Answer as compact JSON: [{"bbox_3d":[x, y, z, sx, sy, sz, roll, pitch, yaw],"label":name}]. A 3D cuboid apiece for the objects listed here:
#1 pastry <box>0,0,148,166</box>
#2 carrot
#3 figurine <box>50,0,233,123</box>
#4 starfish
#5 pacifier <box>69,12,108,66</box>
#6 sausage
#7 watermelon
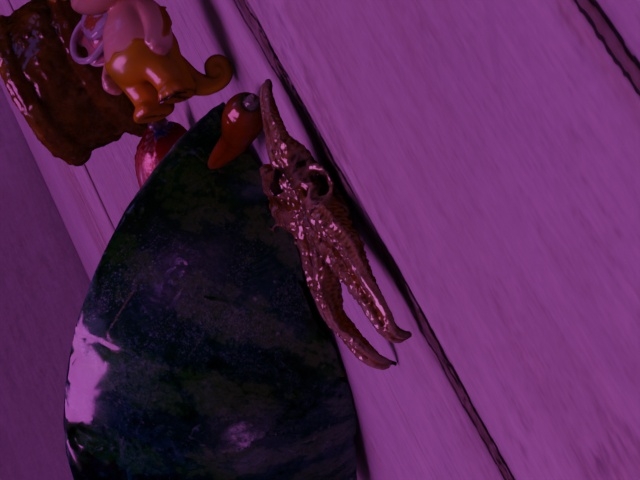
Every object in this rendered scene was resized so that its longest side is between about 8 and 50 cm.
[{"bbox_3d":[-0.265,-0.174,2.044,0.189,0.103,0.189,60,-172,-15],"label":"pastry"},{"bbox_3d":[-0.067,-0.085,1.531,0.035,0.035,0.142,66,161,12],"label":"carrot"},{"bbox_3d":[-0.167,-0.217,1.569,0.156,0.131,0.246,-29,80,44],"label":"figurine"},{"bbox_3d":[-0.002,0.002,1.383,0.138,0.050,0.247,82,166,-56],"label":"starfish"},{"bbox_3d":[-0.206,-0.199,1.939,0.078,0.081,0.099,40,-170,-41],"label":"pacifier"},{"bbox_3d":[-0.131,-0.011,1.911,0.074,0.074,0.274,-129,20,-56],"label":"sausage"},{"bbox_3d":[-0.063,0.109,1.657,0.222,0.319,0.292,24,155,22],"label":"watermelon"}]
